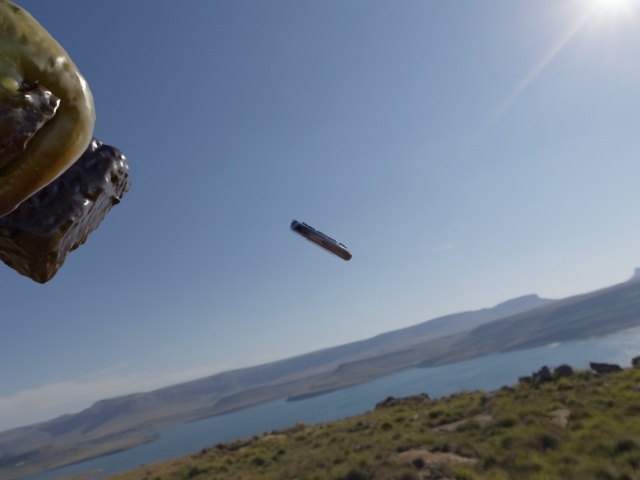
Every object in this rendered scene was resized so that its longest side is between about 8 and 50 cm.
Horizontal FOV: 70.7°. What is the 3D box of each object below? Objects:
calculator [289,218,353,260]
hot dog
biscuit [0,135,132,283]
[{"bbox_3d":[0.000,0.000,0.677,0.103,0.024,0.166,29,0,-6],"label":"calculator"},{"bbox_3d":[-0.456,-0.090,0.472,0.405,0.223,0.185,-16,-48,13],"label":"hot dog"},{"bbox_3d":[-0.632,-0.143,0.919,0.395,0.343,0.166,29,-41,-10],"label":"biscuit"}]
